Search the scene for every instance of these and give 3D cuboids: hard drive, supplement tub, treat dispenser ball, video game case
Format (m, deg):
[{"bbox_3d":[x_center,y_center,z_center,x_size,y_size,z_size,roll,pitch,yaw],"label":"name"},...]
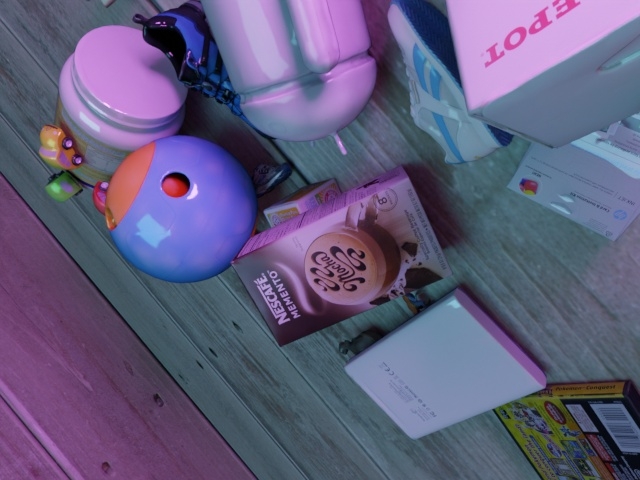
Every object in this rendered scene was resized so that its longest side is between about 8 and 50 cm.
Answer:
[{"bbox_3d":[0.213,0.245,0.834,0.210,0.040,0.319,45,130,2],"label":"hard drive"},{"bbox_3d":[-0.436,-0.266,0.966,0.241,0.241,0.331,54,142,-5],"label":"supplement tub"},{"bbox_3d":[-0.267,-0.060,0.880,0.288,0.288,0.288,26,135,28],"label":"treat dispenser ball"},{"bbox_3d":[0.461,0.360,0.758,0.275,0.035,0.248,54,141,-6],"label":"video game case"}]

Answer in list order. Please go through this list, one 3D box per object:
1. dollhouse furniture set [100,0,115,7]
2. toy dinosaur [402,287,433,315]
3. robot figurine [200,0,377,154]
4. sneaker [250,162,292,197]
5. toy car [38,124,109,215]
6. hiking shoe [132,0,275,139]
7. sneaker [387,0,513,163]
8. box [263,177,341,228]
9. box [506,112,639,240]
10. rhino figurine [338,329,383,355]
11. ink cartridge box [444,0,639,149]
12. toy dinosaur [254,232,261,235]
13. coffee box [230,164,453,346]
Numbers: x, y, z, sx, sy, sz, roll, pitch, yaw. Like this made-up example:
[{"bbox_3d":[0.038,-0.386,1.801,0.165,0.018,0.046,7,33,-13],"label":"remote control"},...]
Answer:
[{"bbox_3d":[-0.394,-0.535,0.723,0.259,0.262,0.135,-29,98,17],"label":"dollhouse furniture set"},{"bbox_3d":[0.168,0.108,0.812,0.082,0.090,0.047,17,168,-31],"label":"toy dinosaur"},{"bbox_3d":[-0.042,-0.286,0.593,0.300,0.199,0.354,-116,6,-66],"label":"robot figurine"},{"bbox_3d":[-0.110,-0.133,0.907,0.135,0.052,0.058,-26,97,50],"label":"sneaker"},{"bbox_3d":[-0.537,-0.120,0.961,0.224,0.053,0.239,-8,130,41],"label":"toy car"},{"bbox_3d":[-0.186,-0.284,0.791,0.304,0.132,0.113,47,142,5],"label":"hiking shoe"},{"bbox_3d":[0.147,-0.201,0.572,0.229,0.087,0.092,57,143,-5],"label":"sneaker"},{"bbox_3d":[0.000,0.000,0.852,0.103,0.114,0.203,-8,113,48],"label":"box"},{"bbox_3d":[0.325,-0.107,0.511,0.145,0.038,0.186,33,137,21],"label":"box"},{"bbox_3d":[0.154,0.293,0.973,0.243,0.073,0.106,46,144,3],"label":"rhino figurine"},{"bbox_3d":[0.204,-0.256,0.313,0.223,0.129,0.308,-26,63,50],"label":"ink cartridge box"},{"bbox_3d":[-0.219,-0.061,1.069,0.183,0.053,0.093,35,141,18],"label":"toy dinosaur"},{"bbox_3d":[0.033,0.026,0.716,0.297,0.119,0.168,-25,105,12],"label":"coffee box"}]
